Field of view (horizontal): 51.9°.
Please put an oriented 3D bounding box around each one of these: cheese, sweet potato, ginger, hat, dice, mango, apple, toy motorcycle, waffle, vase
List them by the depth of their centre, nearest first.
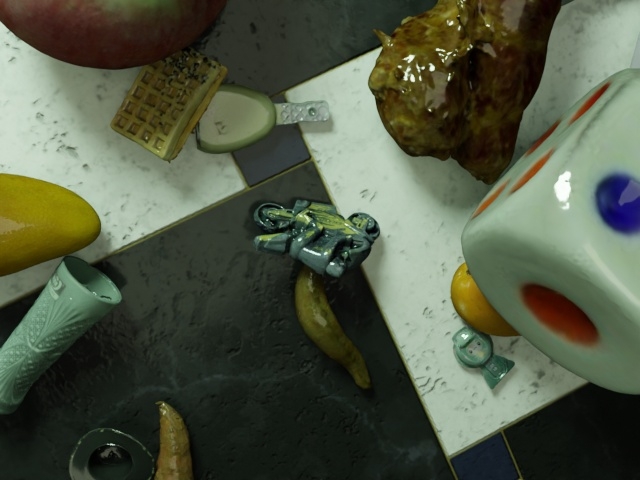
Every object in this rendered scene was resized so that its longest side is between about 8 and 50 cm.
[{"bbox_3d":[-0.242,-0.368,0.740,0.345,0.269,0.344,-7,105,-29],"label":"apple"},{"bbox_3d":[-0.414,-0.018,0.839,0.254,0.113,0.138,2,87,-18],"label":"mango"},{"bbox_3d":[0.389,-0.009,0.851,0.304,0.277,0.304,43,73,1],"label":"dice"},{"bbox_3d":[-0.200,-0.187,0.863,0.103,0.042,0.148,32,92,17],"label":"waffle"},{"bbox_3d":[0.198,-0.294,0.881,0.254,0.176,0.418,9,107,-22],"label":"ginger"},{"bbox_3d":[-0.377,0.132,0.888,0.096,0.096,0.219,41,93,-16],"label":"vase"},{"bbox_3d":[-0.082,-0.174,0.916,0.192,0.037,0.096,-6,103,-10],"label":"cheese"},{"bbox_3d":[0.000,0.000,0.928,0.194,0.124,0.061,5,137,-17],"label":"toy motorcycle"},{"bbox_3d":[-0.300,0.319,0.959,0.121,0.050,0.121,-1,100,-6],"label":"hat"},{"bbox_3d":[-0.218,0.389,0.981,0.066,0.072,0.314,-2,104,11],"label":"sweet potato"},{"bbox_3d":[0.012,0.137,0.985,0.069,0.059,0.249,-42,112,-41],"label":"sweet potato"},{"bbox_3d":[0.313,0.090,1.017,0.217,0.102,0.141,12,103,-12],"label":"mango"},{"bbox_3d":[0.258,0.184,1.062,0.121,0.026,0.067,43,90,-16],"label":"cheese"}]

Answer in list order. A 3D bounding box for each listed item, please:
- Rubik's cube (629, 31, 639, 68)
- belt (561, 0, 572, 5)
[{"bbox_3d":[0.609,-0.221,0.955,0.231,0.224,0.221,10,99,-14],"label":"Rubik's cube"},{"bbox_3d":[0.400,-0.394,0.968,0.232,0.053,0.071,-24,112,-6],"label":"belt"}]
